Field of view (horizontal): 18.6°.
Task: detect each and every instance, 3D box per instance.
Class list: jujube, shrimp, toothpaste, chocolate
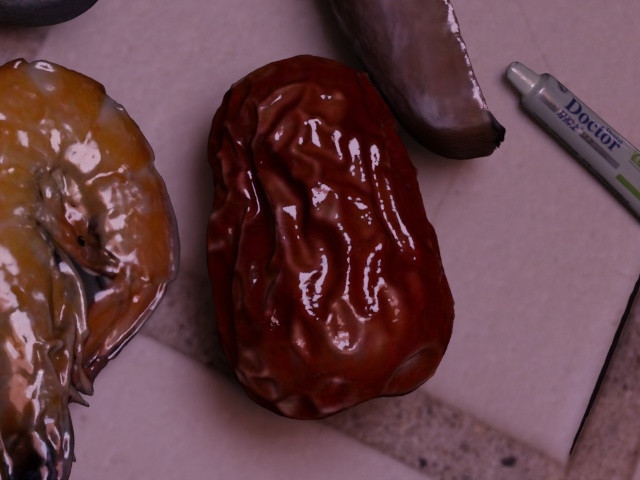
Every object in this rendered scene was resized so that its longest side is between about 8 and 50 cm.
[{"bbox_3d":[0.000,0.000,1.250,0.155,0.155,0.230,-7,73,-22],"label":"jujube"},{"bbox_3d":[-0.161,0.038,1.224,0.164,0.062,0.316,-1,77,-24],"label":"shrimp"},{"bbox_3d":[0.207,-0.061,1.402,0.197,0.029,0.048,41,69,-12],"label":"toothpaste"},{"bbox_3d":[0.045,-0.168,1.310,0.083,0.161,0.261,-20,81,4],"label":"chocolate"}]

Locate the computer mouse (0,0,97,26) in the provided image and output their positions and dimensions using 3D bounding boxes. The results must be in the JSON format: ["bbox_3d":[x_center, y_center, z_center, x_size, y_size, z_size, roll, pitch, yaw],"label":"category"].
[{"bbox_3d":[-0.236,-0.210,1.243,0.229,0.068,0.113,28,86,-2],"label":"computer mouse"}]
